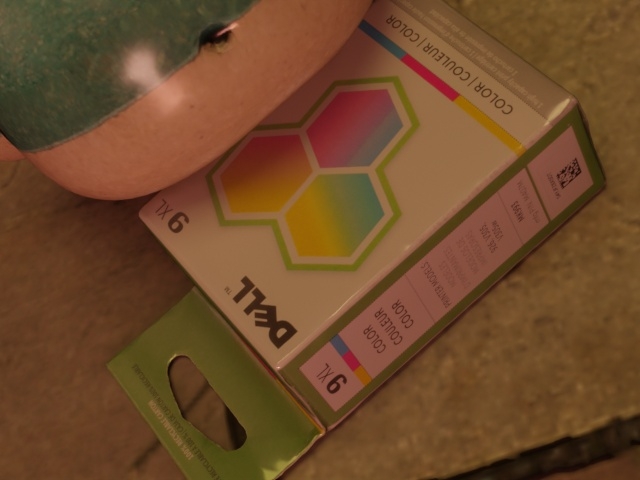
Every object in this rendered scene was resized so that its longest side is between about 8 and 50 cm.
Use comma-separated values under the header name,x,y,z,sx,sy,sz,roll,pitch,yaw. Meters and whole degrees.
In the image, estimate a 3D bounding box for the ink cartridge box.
name,x,y,z,sx,sy,sz,roll,pitch,yaw
ink cartridge box,0.000,0.000,0.560,0.209,0.062,0.109,-42,52,-4

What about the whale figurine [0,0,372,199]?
name,x,y,z,sx,sy,sz,roll,pitch,yaw
whale figurine,-0.087,-0.129,0.603,0.216,0.141,0.272,-40,27,1
